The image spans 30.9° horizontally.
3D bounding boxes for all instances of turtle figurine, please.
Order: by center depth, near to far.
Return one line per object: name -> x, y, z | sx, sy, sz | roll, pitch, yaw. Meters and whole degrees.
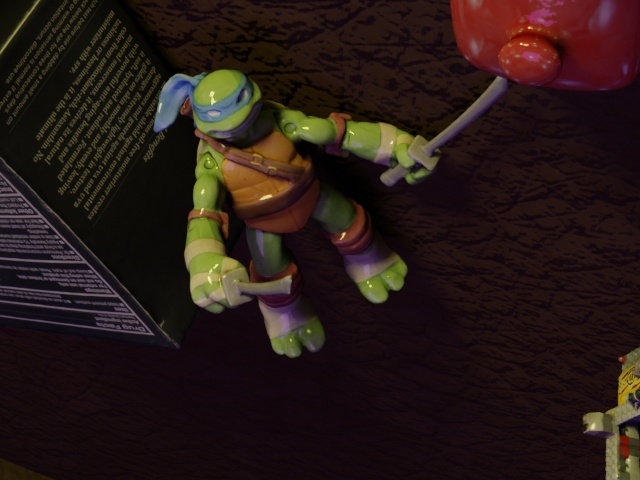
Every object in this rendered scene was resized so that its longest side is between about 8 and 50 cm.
turtle figurine -> 0.000, 0.000, 0.896 | 0.275, 0.198, 0.266 | 14, 153, 25

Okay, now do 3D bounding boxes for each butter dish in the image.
butter dish -> 0.132, -0.137, 0.653 | 0.160, 0.118, 0.160 | 14, 149, 19

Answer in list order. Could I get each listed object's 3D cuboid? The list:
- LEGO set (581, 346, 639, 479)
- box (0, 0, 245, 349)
LEGO set -> 0.287, 0.034, 0.681 | 0.192, 0.255, 0.331 | 14, 161, -15
box -> -0.263, -0.070, 0.987 | 0.296, 0.182, 0.294 | 4, 143, 35
